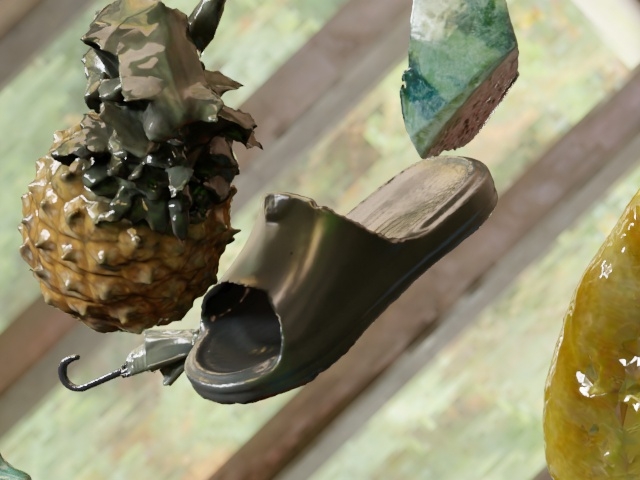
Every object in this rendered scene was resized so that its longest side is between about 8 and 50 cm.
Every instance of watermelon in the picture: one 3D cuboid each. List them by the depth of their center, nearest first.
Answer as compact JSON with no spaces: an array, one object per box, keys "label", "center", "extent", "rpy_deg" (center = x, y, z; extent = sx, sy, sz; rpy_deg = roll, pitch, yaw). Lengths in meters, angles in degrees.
[{"label":"watermelon","center":[0.104,-0.150,1.401],"extent":[0.094,0.081,0.180],"rpy_deg":[-52,-37,-70]}]

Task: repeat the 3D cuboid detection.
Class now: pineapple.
[{"label":"pineapple","center":[-0.095,-0.042,1.061],"extent":[0.128,0.128,0.248],"rpy_deg":[46,152,10]}]

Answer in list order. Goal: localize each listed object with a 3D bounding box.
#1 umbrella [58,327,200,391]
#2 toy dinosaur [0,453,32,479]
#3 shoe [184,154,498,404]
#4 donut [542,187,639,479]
[{"label":"umbrella","center":[-0.065,0.067,1.368],"extent":[0.044,0.269,0.044],"rpy_deg":[70,-158,-6]},{"label":"toy dinosaur","center":[-0.334,-0.013,1.324],"extent":[0.383,0.330,0.129],"rpy_deg":[16,-166,26]},{"label":"shoe","center":[0.000,0.000,1.189],"extent":[0.108,0.241,0.093],"rpy_deg":[8,130,54]},{"label":"donut","center":[0.292,0.106,1.079],"extent":[0.170,0.360,0.360],"rpy_deg":[-2,-140,-50]}]
